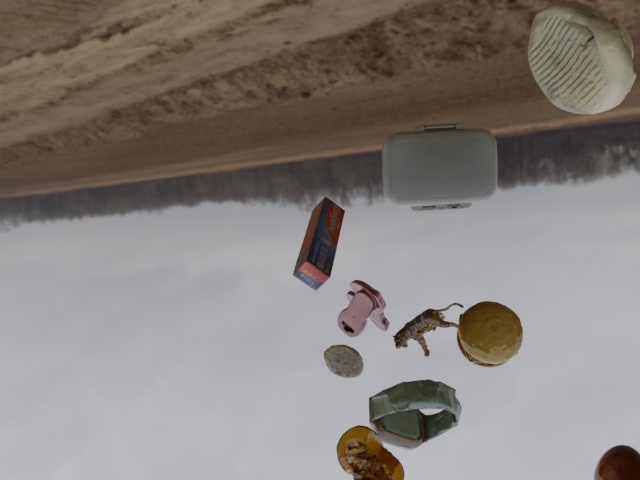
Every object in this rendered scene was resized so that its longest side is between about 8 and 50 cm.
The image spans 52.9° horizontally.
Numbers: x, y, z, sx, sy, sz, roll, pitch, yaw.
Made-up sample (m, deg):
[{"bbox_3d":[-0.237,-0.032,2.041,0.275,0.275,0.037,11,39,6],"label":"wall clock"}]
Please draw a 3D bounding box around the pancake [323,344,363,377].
[{"bbox_3d":[0.076,0.390,2.069,0.139,0.139,0.022,-4,-151,24],"label":"pancake"}]

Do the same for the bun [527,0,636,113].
[{"bbox_3d":[0.492,-0.343,1.200,0.116,0.237,0.210,-24,155,-12],"label":"bun"}]

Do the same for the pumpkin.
[{"bbox_3d":[0.115,0.543,1.586,0.119,0.183,0.107,-38,173,-11],"label":"pumpkin"}]

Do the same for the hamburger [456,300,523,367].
[{"bbox_3d":[0.401,0.226,1.538,0.162,0.162,0.115,-7,154,-2],"label":"hamburger"}]

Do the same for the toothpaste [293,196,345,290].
[{"bbox_3d":[0.001,0.001,1.699,0.066,0.076,0.320,-46,-163,32],"label":"toothpaste"}]

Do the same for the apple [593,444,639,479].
[{"bbox_3d":[0.791,0.635,1.647,0.162,0.201,0.201,-41,180,10],"label":"apple"}]

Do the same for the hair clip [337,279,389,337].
[{"bbox_3d":[0.103,0.139,1.406,0.123,0.138,0.102,35,-144,19],"label":"hair clip"}]

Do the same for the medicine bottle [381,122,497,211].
[{"bbox_3d":[0.390,-0.241,2.119,0.375,0.282,0.123,-3,-169,-2],"label":"medicine bottle"}]

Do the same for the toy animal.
[{"bbox_3d":[0.329,0.235,1.892,0.116,0.255,0.114,28,-138,-15],"label":"toy animal"}]

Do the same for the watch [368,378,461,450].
[{"bbox_3d":[0.300,0.529,1.996,0.253,0.161,0.241,21,132,-19],"label":"watch"}]
